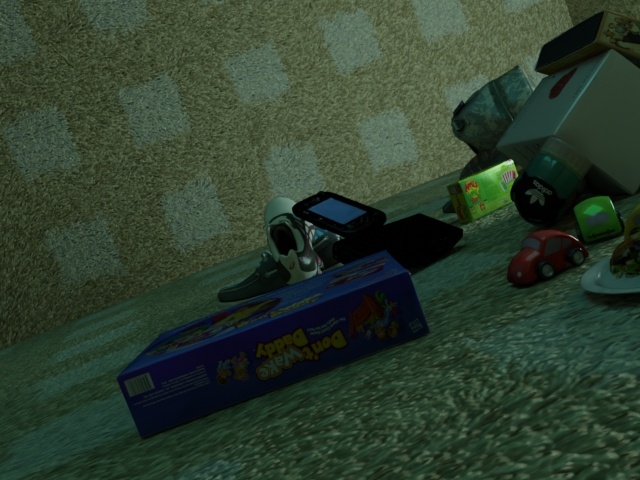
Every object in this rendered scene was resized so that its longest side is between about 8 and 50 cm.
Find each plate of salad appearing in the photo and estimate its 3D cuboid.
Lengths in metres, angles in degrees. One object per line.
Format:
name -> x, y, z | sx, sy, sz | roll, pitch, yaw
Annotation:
plate of salad -> 0.346, 0.004, 0.693 | 0.200, 0.048, 0.200 | -20, 5, 2

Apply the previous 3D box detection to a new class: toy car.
toy car -> 0.350, -0.021, 0.916 | 0.239, 0.053, 0.225 | -19, 5, 19

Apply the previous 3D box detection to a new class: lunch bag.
lunch bag -> 0.556, -0.331, 2.140 | 0.256, 0.212, 0.305 | -33, -38, 22

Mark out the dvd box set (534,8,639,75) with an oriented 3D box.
dvd box set -> 0.640, -0.295, 1.318 | 0.421, 0.062, 0.307 | 17, 3, -2

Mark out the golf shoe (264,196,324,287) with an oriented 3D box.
golf shoe -> -0.063, -0.016, 1.478 | 0.105, 0.120, 0.272 | -26, 45, 3

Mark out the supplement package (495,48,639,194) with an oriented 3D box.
supplement package -> 0.476, -0.200, 1.305 | 0.177, 0.175, 0.293 | -55, 6, 0

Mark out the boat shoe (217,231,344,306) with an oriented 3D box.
boat shoe -> -0.086, 0.060, 1.580 | 0.320, 0.099, 0.116 | -20, 5, 10

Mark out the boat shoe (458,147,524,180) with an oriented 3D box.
boat shoe -> 0.538, -0.208, 2.042 | 0.117, 0.123, 0.324 | 19, -33, -38

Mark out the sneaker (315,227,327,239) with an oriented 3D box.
sneaker -> 0.000, 0.000, 1.757 | 0.208, 0.127, 0.319 | -20, 4, -14

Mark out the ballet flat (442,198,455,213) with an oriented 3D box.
ballet flat -> 0.377, -0.107, 1.684 | 0.213, 0.068, 0.072 | -34, -15, -24

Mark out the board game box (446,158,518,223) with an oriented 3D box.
board game box -> 0.371, -0.111, 1.620 | 0.181, 0.092, 0.043 | -24, 4, -32

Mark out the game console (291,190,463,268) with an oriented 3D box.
game console -> 0.073, -0.025, 1.359 | 0.213, 0.043, 0.361 | -19, 28, -35

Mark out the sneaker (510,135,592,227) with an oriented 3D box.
sneaker -> 0.371, -0.084, 1.211 | 0.121, 0.108, 0.302 | -53, -17, 6

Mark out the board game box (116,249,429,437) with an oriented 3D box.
board game box -> -0.054, 0.117, 0.918 | 0.347, 0.078, 0.233 | -20, 5, 2
